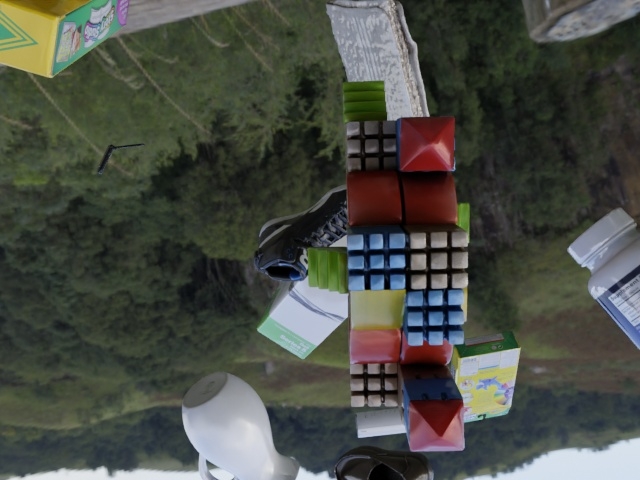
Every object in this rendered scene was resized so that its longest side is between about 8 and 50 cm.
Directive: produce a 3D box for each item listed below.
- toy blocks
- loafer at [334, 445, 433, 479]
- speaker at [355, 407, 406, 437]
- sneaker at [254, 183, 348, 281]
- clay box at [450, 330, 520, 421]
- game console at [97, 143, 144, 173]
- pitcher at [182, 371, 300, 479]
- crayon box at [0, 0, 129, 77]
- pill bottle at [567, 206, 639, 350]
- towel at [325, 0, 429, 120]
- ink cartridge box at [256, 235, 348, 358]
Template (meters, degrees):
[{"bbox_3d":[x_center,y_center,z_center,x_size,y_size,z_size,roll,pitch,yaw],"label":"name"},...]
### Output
[{"bbox_3d":[0.077,0.024,0.650,0.190,0.382,0.261,-1,-172,2],"label":"toy blocks"},{"bbox_3d":[0.102,0.433,1.222,0.220,0.080,0.078,-21,173,41],"label":"loafer"},{"bbox_3d":[0.147,0.402,1.446,0.136,0.055,0.055,-6,174,-1],"label":"speaker"},{"bbox_3d":[0.000,0.000,0.976,0.216,0.079,0.121,-24,-146,22],"label":"sneaker"},{"bbox_3d":[0.336,0.290,1.358,0.127,0.053,0.222,-9,130,-4],"label":"clay box"},{"bbox_3d":[-0.479,-0.197,1.560,0.071,0.107,0.122,25,178,-21],"label":"game console"},{"bbox_3d":[-0.155,0.325,1.062,0.177,0.207,0.125,-21,-158,21],"label":"pitcher"},{"bbox_3d":[-0.519,-0.409,1.074,0.312,0.106,0.363,15,-150,-6],"label":"crayon box"},{"bbox_3d":[0.332,0.052,0.653,0.094,0.169,0.094,-32,160,-13],"label":"pill bottle"},{"bbox_3d":[0.109,-0.316,1.207,0.049,0.282,0.187,-32,-146,-22],"label":"towel"},{"bbox_3d":[0.016,0.061,1.189,0.273,0.114,0.198,-50,-171,45],"label":"ink cartridge box"}]
